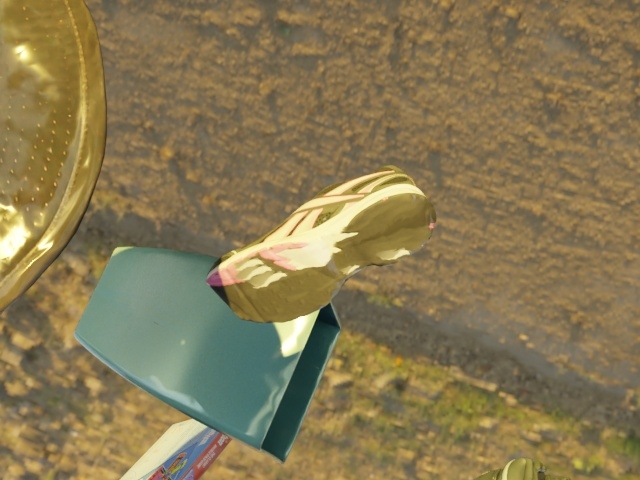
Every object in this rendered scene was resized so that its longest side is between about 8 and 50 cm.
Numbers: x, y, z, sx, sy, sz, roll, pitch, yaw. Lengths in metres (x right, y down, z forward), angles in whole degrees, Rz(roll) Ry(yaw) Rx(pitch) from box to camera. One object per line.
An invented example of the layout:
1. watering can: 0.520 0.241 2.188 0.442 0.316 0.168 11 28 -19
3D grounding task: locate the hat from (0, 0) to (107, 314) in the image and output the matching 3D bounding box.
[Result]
1. hat: -0.283 -0.079 0.528 0.331 0.331 0.134 26 164 -10

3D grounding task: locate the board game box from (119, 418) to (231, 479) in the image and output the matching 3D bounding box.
1. board game box: -0.216 0.324 1.361 0.145 0.281 0.027 -22 100 27

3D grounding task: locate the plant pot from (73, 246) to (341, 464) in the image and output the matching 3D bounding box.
1. plant pot: -0.121 0.106 1.010 0.234 0.166 0.166 21 165 13

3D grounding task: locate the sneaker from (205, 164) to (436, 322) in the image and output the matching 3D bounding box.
1. sneaker: 0.000 0.000 0.730 0.178 0.077 0.072 -21 122 7

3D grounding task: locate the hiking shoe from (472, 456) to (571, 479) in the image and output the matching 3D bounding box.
1. hiking shoe: 0.239 0.338 1.147 0.132 0.113 0.304 -21 140 22
